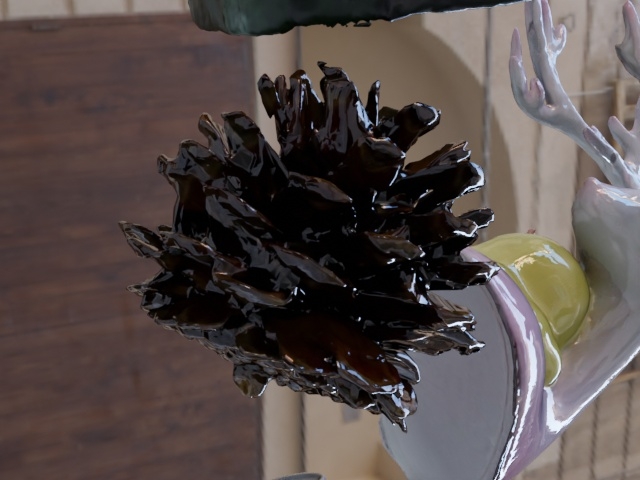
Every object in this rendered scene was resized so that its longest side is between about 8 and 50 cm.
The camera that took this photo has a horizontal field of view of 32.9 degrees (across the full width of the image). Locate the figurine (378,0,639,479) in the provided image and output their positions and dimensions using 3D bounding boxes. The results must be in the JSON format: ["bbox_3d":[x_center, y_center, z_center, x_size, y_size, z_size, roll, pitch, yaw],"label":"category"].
[{"bbox_3d":[0.165,-0.025,0.669,0.206,0.315,0.284,-6,-74,54],"label":"figurine"}]

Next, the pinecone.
[{"bbox_3d":[0.001,0.001,0.392,0.140,0.140,0.121,21,-95,59],"label":"pinecone"}]

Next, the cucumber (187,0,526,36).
[{"bbox_3d":[0.030,-0.157,0.438,0.191,0.191,0.130,31,-50,56],"label":"cucumber"}]

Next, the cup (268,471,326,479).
[{"bbox_3d":[-0.032,0.230,0.844,0.078,0.100,0.077,-20,96,-86],"label":"cup"}]
